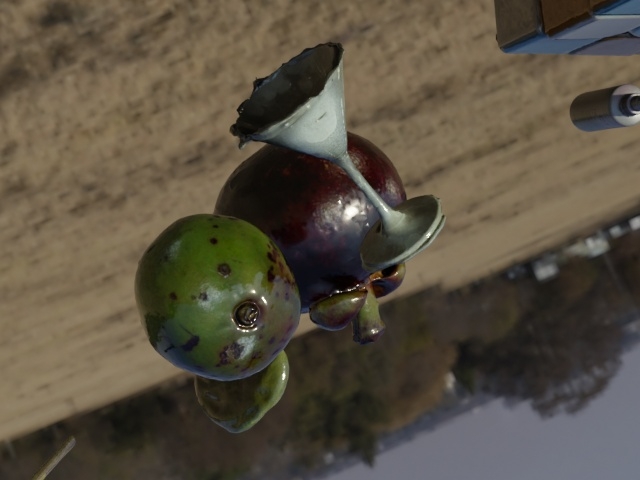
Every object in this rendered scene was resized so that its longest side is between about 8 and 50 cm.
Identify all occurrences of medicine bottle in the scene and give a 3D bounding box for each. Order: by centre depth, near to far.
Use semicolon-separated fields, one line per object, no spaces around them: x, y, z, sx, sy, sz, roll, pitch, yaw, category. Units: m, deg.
0.397;-0.178;1.805;0.057;0.058;0.199;-23;-173;-12;medicine bottle

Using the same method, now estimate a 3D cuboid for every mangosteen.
-0.013;-0.014;1.972;0.297;0.293;0.297;-10;149;-6;mangosteen

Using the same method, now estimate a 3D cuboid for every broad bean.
-0.126;0.226;2.139;0.072;0.153;0.206;-2;170;-34;broad bean

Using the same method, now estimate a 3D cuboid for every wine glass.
0.028;-0.084;1.478;0.156;0.232;0.156;-32;-154;18;wine glass

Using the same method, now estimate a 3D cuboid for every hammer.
-0.346;0.289;1.637;0.182;0.017;0.062;-51;165;-56;hammer

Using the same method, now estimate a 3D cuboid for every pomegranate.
-0.135;0.060;1.610;0.202;0.202;0.248;-22;-157;-20;pomegranate

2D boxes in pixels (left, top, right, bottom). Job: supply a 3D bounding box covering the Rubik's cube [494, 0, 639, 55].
0.450;-0.450;1.819;0.346;0.347;0.344;-5;176;-25;Rubik's cube
